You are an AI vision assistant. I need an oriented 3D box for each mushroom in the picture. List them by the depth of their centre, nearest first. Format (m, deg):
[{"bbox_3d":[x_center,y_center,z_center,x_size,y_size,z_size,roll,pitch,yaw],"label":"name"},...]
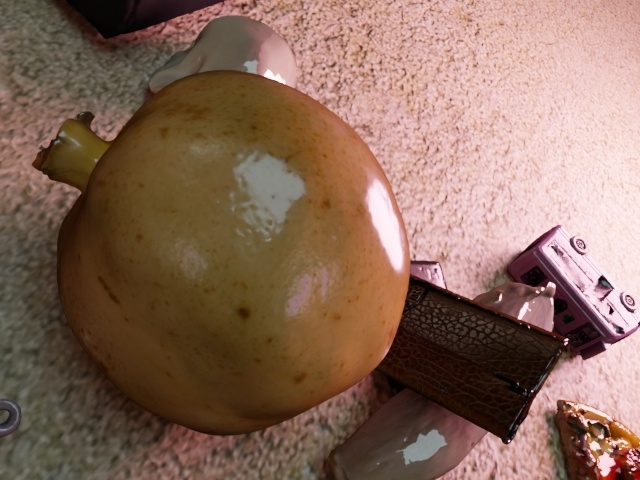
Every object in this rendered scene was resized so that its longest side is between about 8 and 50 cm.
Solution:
[{"bbox_3d":[0.145,0.158,0.688,0.109,0.097,0.351,27,48,34],"label":"mushroom"}]

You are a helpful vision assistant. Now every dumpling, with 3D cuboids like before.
[{"bbox_3d":[-0.113,-0.204,0.776,0.166,0.126,0.216,15,61,9],"label":"dumpling"}]

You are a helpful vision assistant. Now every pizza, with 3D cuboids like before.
[{"bbox_3d":[0.368,0.307,0.786,0.201,0.053,0.193,34,50,-10],"label":"pizza"}]

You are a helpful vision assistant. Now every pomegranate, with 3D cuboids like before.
[{"bbox_3d":[-0.084,0.001,0.546,0.319,0.319,0.319,15,55,-23],"label":"pomegranate"}]

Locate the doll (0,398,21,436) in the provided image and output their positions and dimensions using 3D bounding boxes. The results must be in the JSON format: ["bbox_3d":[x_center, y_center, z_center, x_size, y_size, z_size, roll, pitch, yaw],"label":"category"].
[{"bbox_3d":[-0.382,0.151,0.396,0.365,0.094,0.160,-9,70,-34],"label":"doll"}]

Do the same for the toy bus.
[{"bbox_3d":[0.351,0.076,0.900,0.098,0.087,0.178,-31,78,-38],"label":"toy bus"}]

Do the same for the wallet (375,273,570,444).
[{"bbox_3d":[0.115,0.098,0.668,0.243,0.039,0.133,23,53,37],"label":"wallet"}]

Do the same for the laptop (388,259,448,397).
[{"bbox_3d":[0.120,0.105,0.784,0.129,0.016,0.180,2,63,-30],"label":"laptop"}]

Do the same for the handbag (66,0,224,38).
[{"bbox_3d":[-0.217,-0.417,0.789,0.275,0.178,0.302,47,49,2],"label":"handbag"}]
